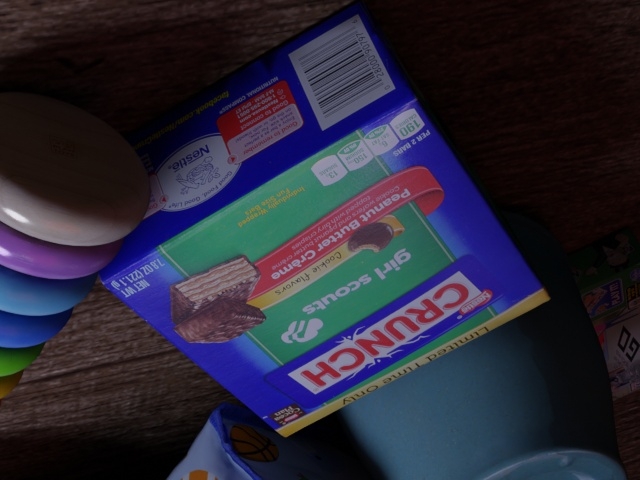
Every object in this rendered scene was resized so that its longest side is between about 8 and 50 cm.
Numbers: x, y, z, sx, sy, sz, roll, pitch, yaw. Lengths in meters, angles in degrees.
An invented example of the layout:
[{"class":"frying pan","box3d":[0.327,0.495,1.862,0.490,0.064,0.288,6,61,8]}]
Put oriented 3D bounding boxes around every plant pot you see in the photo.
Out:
[{"class":"plant pot","box3d":[0.150,0.155,1.430,0.271,0.255,0.272,-11,135,-12]}]

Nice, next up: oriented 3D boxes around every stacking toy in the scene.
[{"class":"stacking toy","box3d":[-0.244,0.061,1.121,0.141,0.141,0.330,3,130,-38]}]

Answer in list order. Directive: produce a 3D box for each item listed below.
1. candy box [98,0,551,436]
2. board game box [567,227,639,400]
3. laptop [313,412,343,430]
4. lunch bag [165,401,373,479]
[{"class":"candy box","box3d":[0.000,0.000,1.245,0.268,0.122,0.317,-30,144,9]},{"class":"board game box","box3d":[0.257,0.119,1.709,0.213,0.046,0.317,-26,149,0]},{"class":"laptop","box3d":[-0.006,0.249,1.754,0.234,0.137,0.264,8,162,-42]},{"class":"lunch bag","box3d":[-0.031,0.352,1.536,0.385,0.239,0.328,19,116,-48]}]
